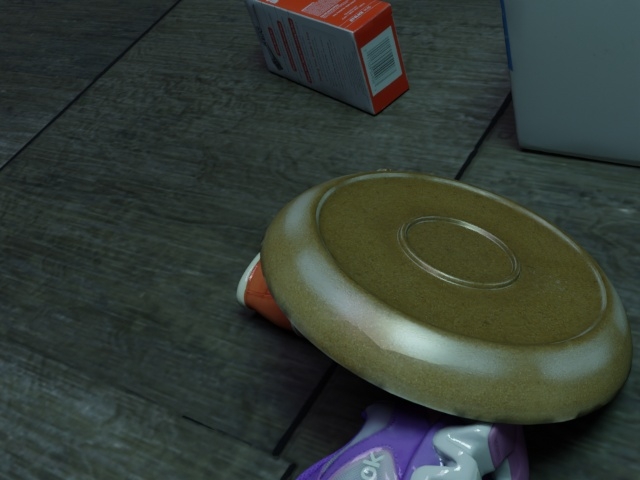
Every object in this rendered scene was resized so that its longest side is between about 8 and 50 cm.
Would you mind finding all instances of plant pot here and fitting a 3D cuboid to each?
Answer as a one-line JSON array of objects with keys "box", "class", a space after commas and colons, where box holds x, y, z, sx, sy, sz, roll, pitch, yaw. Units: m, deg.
[{"box": [0.082, 0.016, 0.500, 0.237, 0.032, 0.236, 12, 31, -7], "class": "plant pot"}]

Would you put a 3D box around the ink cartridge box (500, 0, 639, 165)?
[{"box": [0.265, -0.195, 0.626, 0.168, 0.171, 0.232, 14, 53, 32], "class": "ink cartridge box"}]

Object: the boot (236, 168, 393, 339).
[{"box": [0.000, 0.000, 0.622, 0.085, 0.059, 0.158, 12, 53, 38], "class": "boot"}]

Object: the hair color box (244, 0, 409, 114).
[{"box": [0.004, -0.194, 0.791, 0.053, 0.093, 0.167, -41, 46, -21], "class": "hair color box"}]

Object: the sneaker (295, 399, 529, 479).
[{"box": [0.014, 0.171, 0.420, 0.105, 0.095, 0.236, 12, 46, 38], "class": "sneaker"}]
